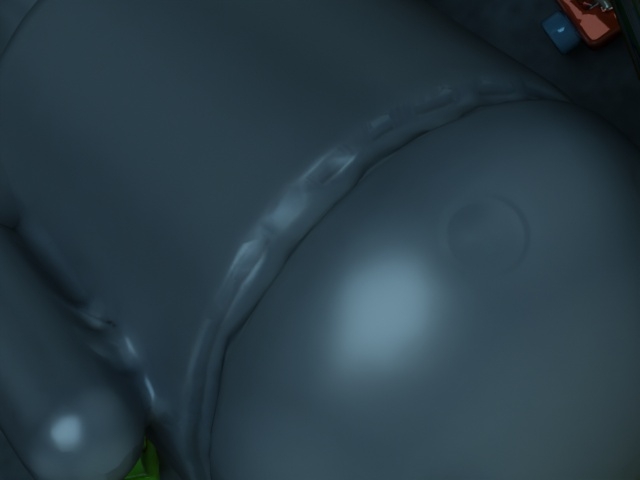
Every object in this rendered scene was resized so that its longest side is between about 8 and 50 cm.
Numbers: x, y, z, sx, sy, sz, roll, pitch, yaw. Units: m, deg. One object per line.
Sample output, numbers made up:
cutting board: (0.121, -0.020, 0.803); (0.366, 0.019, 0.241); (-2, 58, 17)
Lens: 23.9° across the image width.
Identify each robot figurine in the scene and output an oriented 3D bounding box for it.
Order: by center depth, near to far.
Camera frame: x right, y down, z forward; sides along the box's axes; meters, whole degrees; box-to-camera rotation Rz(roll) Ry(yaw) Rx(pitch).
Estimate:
robot figurine: (0.000, 0.000, 0.588); (0.299, 0.200, 0.353); (-23, 44, -28)

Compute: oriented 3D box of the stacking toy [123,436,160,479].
stacking toy: (-0.013, 0.129, 0.645); (0.166, 0.052, 0.221); (-13, 51, 9)

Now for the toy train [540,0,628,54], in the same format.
toy train: (0.153, -0.164, 0.688); (0.166, 0.046, 0.125); (-39, 79, 9)

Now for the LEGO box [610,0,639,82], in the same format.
LEGO box: (0.313, 0.016, 0.415); (0.372, 0.193, 0.500); (-19, 84, 10)
